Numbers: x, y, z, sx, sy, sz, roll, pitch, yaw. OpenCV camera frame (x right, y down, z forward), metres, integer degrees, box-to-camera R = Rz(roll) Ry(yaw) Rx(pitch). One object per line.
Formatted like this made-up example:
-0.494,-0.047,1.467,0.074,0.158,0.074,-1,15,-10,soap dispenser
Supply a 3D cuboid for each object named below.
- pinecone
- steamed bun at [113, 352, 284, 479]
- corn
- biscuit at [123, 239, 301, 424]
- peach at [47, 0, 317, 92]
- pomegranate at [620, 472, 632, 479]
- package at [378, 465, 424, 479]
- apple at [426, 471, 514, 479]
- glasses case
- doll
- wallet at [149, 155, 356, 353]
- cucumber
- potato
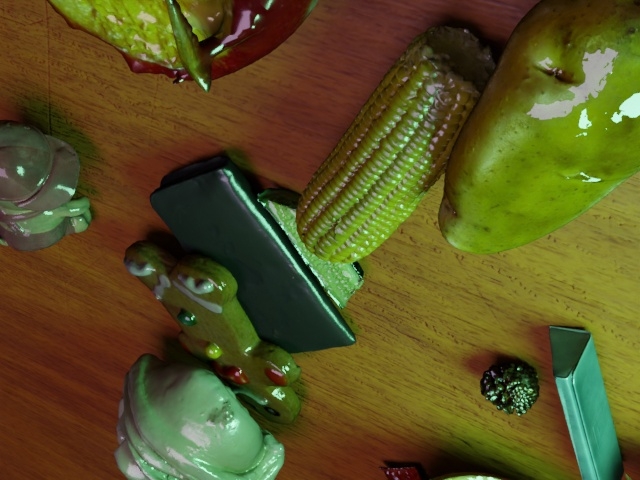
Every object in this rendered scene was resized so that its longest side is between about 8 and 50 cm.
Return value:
0.268,0.210,1.136,0.077,0.077,0.083,53,153,-17,pinecone
-0.245,0.380,1.474,0.324,0.219,0.310,10,144,47,steamed bun
0.081,-0.099,0.940,0.131,0.131,0.344,37,138,-1,corn
-0.163,0.185,1.366,0.283,0.064,0.432,10,138,41,biscuit
-0.130,-0.354,0.711,0.335,0.310,0.406,22,152,34,peach
0.497,0.395,1.048,0.235,0.210,0.210,21,136,4,pomegranate
0.182,0.481,1.472,0.083,0.022,0.200,-8,123,39,package
0.257,0.507,1.283,0.309,0.252,0.314,44,137,9,apple
0.368,0.245,1.090,0.056,0.105,0.266,-13,121,18,glasses case
-0.477,-0.095,1.301,0.196,0.152,0.256,-2,150,-4,doll
-0.104,0.042,1.246,0.197,0.051,0.378,-13,121,41,wallet
0.000,0.000,1.148,0.070,0.046,0.220,-20,115,41,cucumber
0.240,-0.111,0.783,0.176,0.195,0.369,43,138,12,potato
